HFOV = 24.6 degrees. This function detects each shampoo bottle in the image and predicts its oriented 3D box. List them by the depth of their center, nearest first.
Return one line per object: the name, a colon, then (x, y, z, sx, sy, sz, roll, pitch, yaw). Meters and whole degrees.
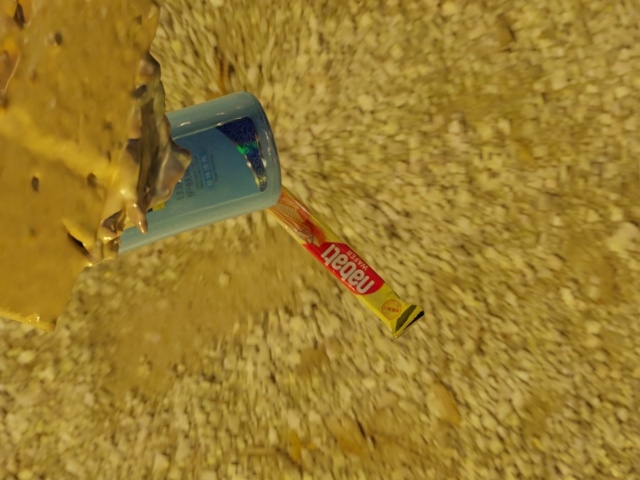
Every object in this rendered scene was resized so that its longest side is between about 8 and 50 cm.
shampoo bottle: (-0.148, -0.045, 1.175, 0.258, 0.061, 0.103, -20, 101, -38)

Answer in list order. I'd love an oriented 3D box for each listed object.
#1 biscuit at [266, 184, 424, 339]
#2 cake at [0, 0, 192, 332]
biscuit: (0.000, 0.000, 1.647, 0.292, 0.026, 0.048, 43, 85, 16)
cake: (-0.234, -0.079, 0.854, 0.227, 0.286, 0.222, 11, 82, 33)
